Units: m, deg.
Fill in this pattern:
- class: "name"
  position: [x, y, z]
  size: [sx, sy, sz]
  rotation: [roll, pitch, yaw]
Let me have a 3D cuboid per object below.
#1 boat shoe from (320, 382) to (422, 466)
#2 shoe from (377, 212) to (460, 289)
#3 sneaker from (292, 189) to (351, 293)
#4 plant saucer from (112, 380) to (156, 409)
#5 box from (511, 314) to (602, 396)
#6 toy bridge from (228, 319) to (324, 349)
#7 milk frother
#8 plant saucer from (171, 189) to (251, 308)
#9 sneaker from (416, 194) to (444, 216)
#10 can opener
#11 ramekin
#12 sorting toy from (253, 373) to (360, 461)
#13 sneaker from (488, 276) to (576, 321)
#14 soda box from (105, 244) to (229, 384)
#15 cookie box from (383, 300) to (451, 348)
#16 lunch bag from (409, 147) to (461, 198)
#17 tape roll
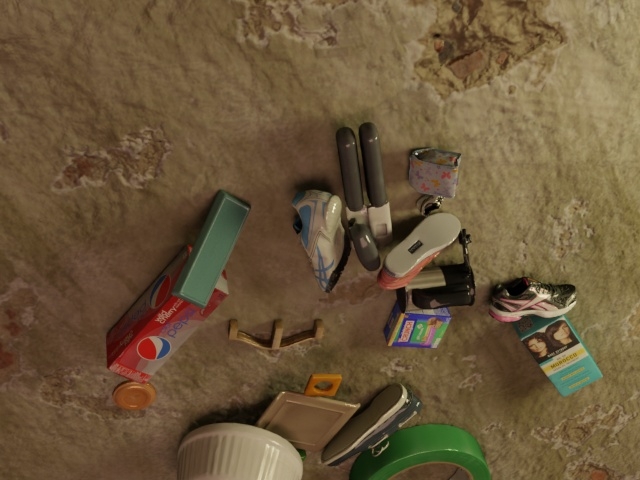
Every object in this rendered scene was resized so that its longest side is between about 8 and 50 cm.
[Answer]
- class: "boat shoe"
  position: [0.107, 0.405, 1.870]
  size: [0.079, 0.095, 0.254]
  rotation: [39, 103, -23]
- class: "shoe"
  position: [0.172, 0.020, 1.561]
  size: [0.178, 0.063, 0.081]
  rotation: [-36, 165, -26]
- class: "sneaker"
  position: [0.000, 0.000, 1.524]
  size: [0.086, 0.085, 0.237]
  rotation: [18, 143, 21]
- class: "plant saucer"
  position: [-0.366, 0.307, 1.726]
  size: [0.083, 0.013, 0.083]
  rotation: [-7, 130, -8]
- class: "box"
  position: [0.495, 0.225, 1.827]
  size: [0.100, 0.060, 0.244]
  rotation: [-32, 129, 13]
- class: "toy bridge"
  position: [-0.084, 0.182, 1.679]
  size: [0.188, 0.026, 0.063]
  rotation: [2, 131, -14]
- class: "milk frother"
  position: [0.213, 0.057, 1.611]
  size: [0.134, 0.129, 0.143]
  rotation: [-6, 87, -8]
- class: "plant saucer"
  position: [-0.177, 0.016, 1.452]
  size: [0.067, 0.018, 0.192]
  rotation: [29, 80, -32]
- class: "sneaker"
  position: [0.206, -0.073, 1.527]
  size: [0.032, 0.037, 0.083]
  rotation: [34, 114, -31]
- class: "can opener"
  position: [0.079, -0.063, 1.464]
  size: [0.076, 0.095, 0.283]
  rotation: [-12, 138, 0]
- class: "ramekin"
  position: [-0.175, 0.506, 1.816]
  size: [0.273, 0.127, 0.273]
  rotation: [5, 135, 5]
- class: "sorting toy"
  position: [-0.040, 0.366, 1.823]
  size: [0.196, 0.047, 0.348]
  rotation: [13, 132, -25]
- class: "sneaker"
  position: [0.417, 0.106, 1.707]
  size: [0.178, 0.072, 0.077]
  rotation: [-12, 120, -11]
- class: "soda box"
  position: [-0.275, 0.133, 1.550]
  size: [0.083, 0.092, 0.263]
  rotation: [29, 117, -32]
- class: "cookie box"
  position: [0.189, 0.166, 1.719]
  size: [0.107, 0.040, 0.092]
  rotation: [6, 128, -16]
- class: "lunch bag"
  position: [0.191, -0.117, 1.476]
  size: [0.083, 0.053, 0.071]
  rotation: [9, 132, 12]
- class: "tape roll"
  position: [0.229, 0.557, 2.032]
  size: [0.321, 0.077, 0.321]
  rotation: [-7, 131, -8]
